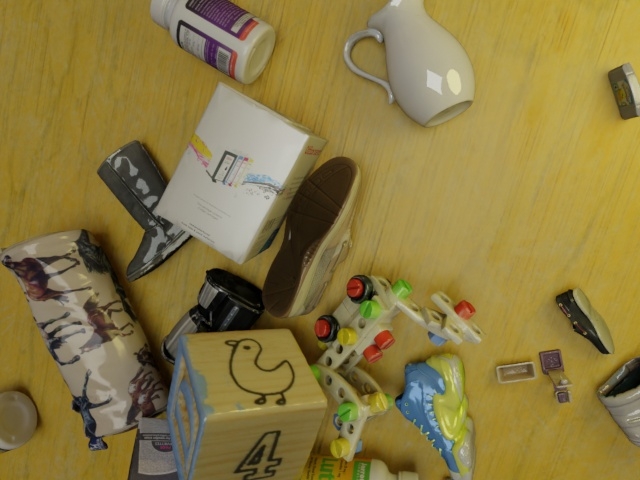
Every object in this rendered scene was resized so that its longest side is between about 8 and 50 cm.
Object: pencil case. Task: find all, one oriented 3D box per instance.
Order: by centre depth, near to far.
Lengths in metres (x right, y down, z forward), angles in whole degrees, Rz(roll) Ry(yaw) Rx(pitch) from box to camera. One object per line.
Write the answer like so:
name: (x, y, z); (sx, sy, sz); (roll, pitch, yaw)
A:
pencil case: (-0.441, 0.172, 0.950); (0.184, 0.160, 0.410); (-24, 94, -2)

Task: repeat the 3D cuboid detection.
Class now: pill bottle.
pill bottle: (-0.183, -0.357, 0.854); (0.194, 0.108, 0.108); (32, 102, 4)
pill bottle: (0.053, 0.464, 0.915); (0.246, 0.136, 0.136); (0, 98, 10)
pill bottle: (-0.716, 0.398, 1.053); (0.209, 0.119, 0.119); (-21, 94, 13)

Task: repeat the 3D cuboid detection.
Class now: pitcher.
pitcher: (0.139, -0.279, 0.813); (0.178, 0.125, 0.207); (-29, 81, 33)

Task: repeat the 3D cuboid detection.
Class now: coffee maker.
coffee maker: (-0.177, 0.161, 0.935); (0.171, 0.120, 0.178); (27, 106, -35)

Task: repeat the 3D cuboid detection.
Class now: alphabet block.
alphabet block: (-0.131, 0.278, 0.836); (0.197, 0.192, 0.193); (2, 121, -28)

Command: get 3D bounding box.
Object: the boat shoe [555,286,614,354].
boat shoe: (0.446, 0.138, 0.848); (0.042, 0.049, 0.133); (-32, 99, 41)

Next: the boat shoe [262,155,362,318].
boat shoe: (0.000, 0.000, 0.882); (0.109, 0.098, 0.302); (34, 106, 39)

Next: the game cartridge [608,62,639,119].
game cartridge: (0.474, -0.229, 0.781); (0.017, 0.056, 0.083); (-20, 94, 5)

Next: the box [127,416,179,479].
box: (-0.209, 0.420, 0.889); (0.247, 0.163, 0.142); (10, 118, -17)

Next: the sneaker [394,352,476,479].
sneaker: (0.204, 0.319, 0.902); (0.126, 0.091, 0.240); (-7, 90, 23)

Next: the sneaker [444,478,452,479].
sneaker: (0.280, 0.495, 0.924); (0.134, 0.051, 0.070); (19, 103, 10)

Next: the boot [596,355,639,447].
boot: (0.582, 0.222, 0.805); (0.258, 0.095, 0.123); (-40, 97, 14)

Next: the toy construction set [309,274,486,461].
toy construction set: (0.099, 0.184, 0.842); (0.328, 0.151, 0.215); (-44, 54, 14)

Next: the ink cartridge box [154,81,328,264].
ink cartridge box: (-0.124, -0.111, 0.846); (0.168, 0.171, 0.232); (31, 102, 4)

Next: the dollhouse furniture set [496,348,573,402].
dollhouse furniture set: (0.366, 0.249, 0.856); (0.114, 0.081, 0.090); (-11, 96, 12)

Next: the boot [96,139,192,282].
boot: (-0.347, -0.052, 0.945); (0.190, 0.076, 0.208); (-42, 96, -1)
